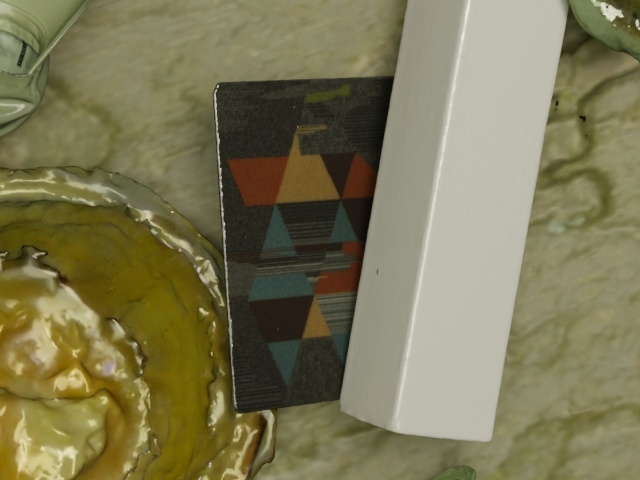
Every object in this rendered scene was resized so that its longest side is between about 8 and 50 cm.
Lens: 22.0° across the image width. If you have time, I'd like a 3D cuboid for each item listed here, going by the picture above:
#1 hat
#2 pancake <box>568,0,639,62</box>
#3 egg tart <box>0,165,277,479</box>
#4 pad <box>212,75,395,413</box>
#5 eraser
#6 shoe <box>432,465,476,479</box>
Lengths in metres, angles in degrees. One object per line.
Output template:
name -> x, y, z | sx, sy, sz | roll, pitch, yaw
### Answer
hat -> -0.224, -0.128, 1.075 | 0.122, 0.081, 0.166 | 33, 72, 22
pancake -> 0.244, -0.224, 1.042 | 0.254, 0.037, 0.253 | 2, 84, -14
egg tart -> -0.182, 0.100, 1.052 | 0.315, 0.120, 0.315 | 0, 93, 1
pad -> 0.000, 0.000, 1.069 | 0.143, 0.003, 0.211 | -5, 92, -27
eraser -> 0.085, -0.026, 1.052 | 0.078, 0.076, 0.298 | 8, 93, -29
shoe -> 0.082, 0.228, 1.047 | 0.262, 0.140, 0.128 | 17, 122, -5
